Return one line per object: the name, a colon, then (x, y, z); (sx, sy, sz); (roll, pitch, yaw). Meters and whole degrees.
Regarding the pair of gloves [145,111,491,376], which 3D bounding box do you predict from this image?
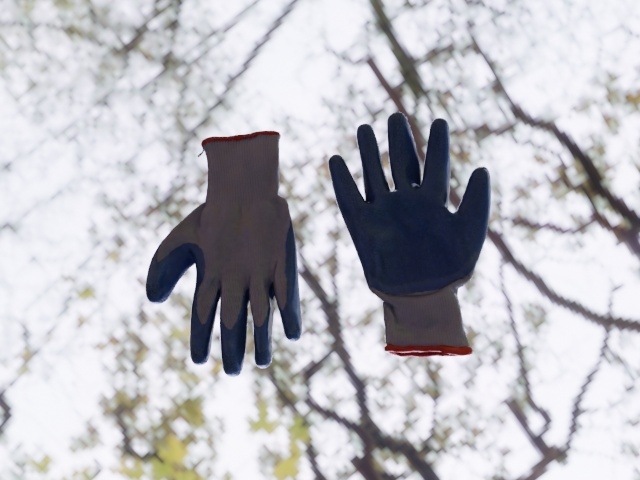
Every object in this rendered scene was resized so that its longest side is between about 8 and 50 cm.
pair of gloves: (0.000, 0.000, 0.976); (0.198, 0.023, 0.159); (-3, -119, 1)
